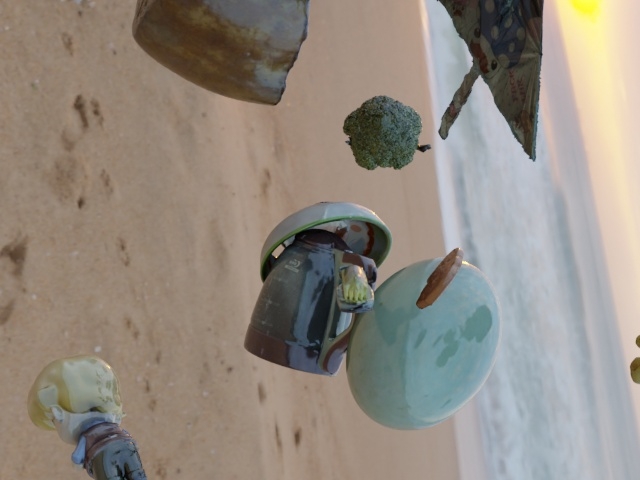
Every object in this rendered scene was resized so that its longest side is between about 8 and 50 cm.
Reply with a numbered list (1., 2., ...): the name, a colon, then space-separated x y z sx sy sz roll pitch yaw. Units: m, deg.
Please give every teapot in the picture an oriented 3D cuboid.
1. teapot: -0.002 0.136 1.858 0.233 0.315 0.312 13 94 -41

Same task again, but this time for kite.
1. kite: 0.218 -0.249 1.093 0.314 0.011 0.335 118 -43 -53

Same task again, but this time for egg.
1. egg: 0.204 0.195 1.611 0.389 0.276 0.276 -53 134 -33

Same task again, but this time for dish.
1. dish: 0.000 0.000 1.974 0.324 0.324 0.124 51 17 -55

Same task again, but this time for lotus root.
1. lotus root: -0.163 -0.411 1.346 0.250 0.316 0.316 9 64 -24

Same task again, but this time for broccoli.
1. broccoli: 0.106 -0.176 1.376 0.130 0.131 0.120 58 -3 13

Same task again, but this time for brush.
1. brush: 0.059 0.067 1.539 0.297 0.068 0.060 -95 -177 -79

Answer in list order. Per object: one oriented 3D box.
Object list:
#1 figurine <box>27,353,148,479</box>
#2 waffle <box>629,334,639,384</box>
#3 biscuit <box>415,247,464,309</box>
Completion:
1. figurine: -0.270 0.225 0.983 0.114 0.108 0.196 -14 53 -37
2. waffle: 0.551 0.181 1.115 0.056 0.249 0.253 87 24 -51
3. biscuit: 0.189 0.060 1.289 0.019 0.102 0.130 37 31 0
